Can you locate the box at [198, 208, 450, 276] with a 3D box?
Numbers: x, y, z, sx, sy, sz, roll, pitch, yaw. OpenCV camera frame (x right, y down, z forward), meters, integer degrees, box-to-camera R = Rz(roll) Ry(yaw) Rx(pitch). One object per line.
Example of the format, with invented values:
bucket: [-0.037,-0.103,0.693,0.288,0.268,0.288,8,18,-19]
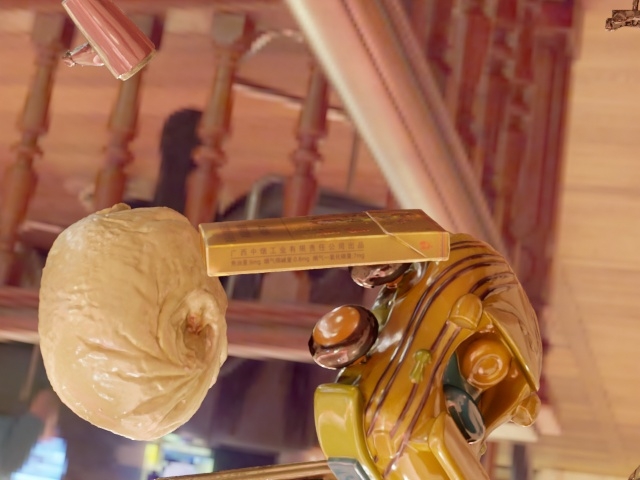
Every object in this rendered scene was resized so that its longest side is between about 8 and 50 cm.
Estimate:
box: [0.000,0.000,0.940,0.156,0.022,0.089,-4,-167,-6]

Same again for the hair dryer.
hair dryer: [-0.248,-0.211,1.552,0.106,0.054,0.154,47,152,-13]

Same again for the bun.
bun: [-0.172,0.075,1.464,0.153,0.244,0.244,-2,160,23]

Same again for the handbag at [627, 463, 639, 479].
handbag: [0.241,0.282,1.017,0.127,0.235,0.213,7,137,49]

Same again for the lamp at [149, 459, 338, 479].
lamp: [-0.032,0.330,1.205,0.203,0.283,0.124,-17,158,20]

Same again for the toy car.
toy car: [0.103,0.104,1.156,0.142,0.248,0.200,-2,137,36]

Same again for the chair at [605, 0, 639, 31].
chair: [0.416,-0.268,1.491,0.229,0.106,0.113,5,-175,10]
